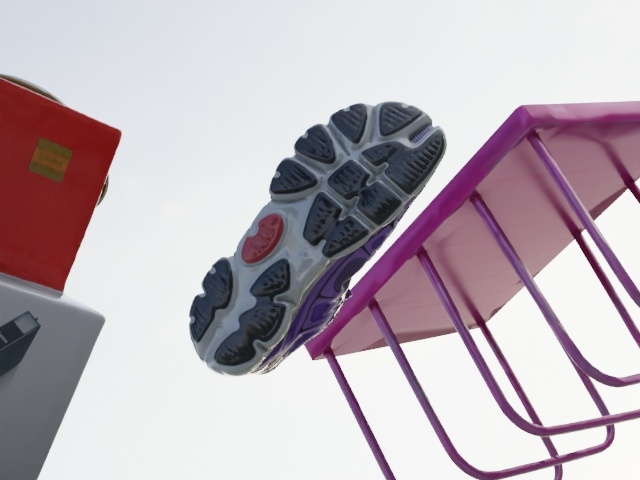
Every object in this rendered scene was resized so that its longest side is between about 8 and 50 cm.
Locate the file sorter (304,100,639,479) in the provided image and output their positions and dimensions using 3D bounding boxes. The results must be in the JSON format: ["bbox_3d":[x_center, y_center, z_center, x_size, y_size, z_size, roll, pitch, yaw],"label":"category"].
[{"bbox_3d":[0.170,0.058,1.021,0.202,0.182,0.291,-6,-32,-41],"label":"file sorter"}]

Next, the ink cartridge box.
[{"bbox_3d":[-0.264,0.010,0.867,0.296,0.066,0.261,22,-90,-45],"label":"ink cartridge box"}]

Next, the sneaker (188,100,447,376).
[{"bbox_3d":[0.000,0.000,0.709,0.170,0.068,0.071,-48,-24,7],"label":"sneaker"}]

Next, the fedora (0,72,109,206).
[{"bbox_3d":[-0.297,-0.074,1.328,0.194,0.194,0.079,108,-171,-54],"label":"fedora"}]
